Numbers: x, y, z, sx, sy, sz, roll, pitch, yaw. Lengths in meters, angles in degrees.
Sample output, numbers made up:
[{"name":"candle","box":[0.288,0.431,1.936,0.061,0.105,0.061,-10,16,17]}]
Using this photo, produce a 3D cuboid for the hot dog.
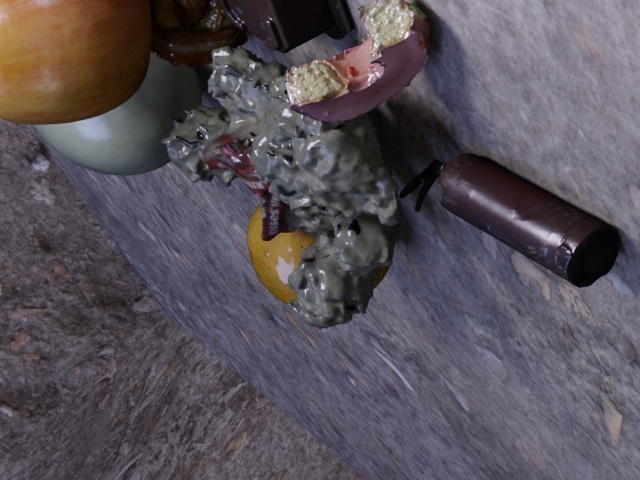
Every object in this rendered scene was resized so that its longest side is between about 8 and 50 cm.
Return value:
[{"name":"hot dog","box":[-0.170,-0.286,1.770,0.146,0.103,0.213,9,167,2]}]

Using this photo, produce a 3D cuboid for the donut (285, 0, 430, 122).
[{"name":"donut","box":[0.047,-0.183,1.391,0.117,0.166,0.065,22,-141,-61]}]

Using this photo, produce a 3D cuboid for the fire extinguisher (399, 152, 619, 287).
[{"name":"fire extinguisher","box":[0.192,-0.028,1.443,0.072,0.089,0.267,30,-177,-46]}]

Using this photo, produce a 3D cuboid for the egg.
[{"name":"egg","box":[-0.330,-0.234,2.117,0.352,0.258,0.258,32,158,44]}]

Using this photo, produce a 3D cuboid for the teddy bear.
[{"name":"teddy bear","box":[-0.029,-0.095,1.605,0.357,0.224,0.367,52,174,10]}]

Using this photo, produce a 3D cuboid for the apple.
[{"name":"apple","box":[-0.341,-0.262,1.692,0.242,0.241,0.242,47,146,47]}]

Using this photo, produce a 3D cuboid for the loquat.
[{"name":"loquat","box":[0.000,0.000,1.881,0.208,0.208,0.208,45,165,15]}]

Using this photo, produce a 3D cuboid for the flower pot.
[{"name":"flower pot","box":[-0.070,-0.309,1.495,0.179,0.084,0.251,38,163,37]}]
